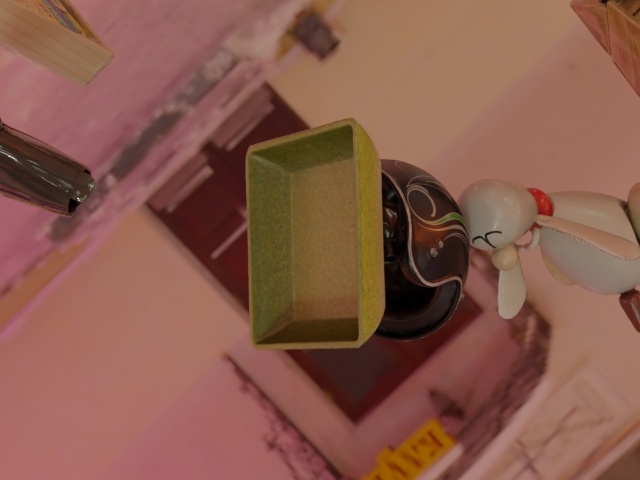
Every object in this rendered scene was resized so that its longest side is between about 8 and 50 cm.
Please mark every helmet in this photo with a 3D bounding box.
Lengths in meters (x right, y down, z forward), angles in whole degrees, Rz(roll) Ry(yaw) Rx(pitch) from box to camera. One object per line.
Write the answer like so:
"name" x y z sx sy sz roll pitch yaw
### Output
"helmet" 0.066 0.008 1.325 0.169 0.169 0.161 -44 151 14

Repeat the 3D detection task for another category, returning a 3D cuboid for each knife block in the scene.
"knife block" 0.405 -0.245 1.577 0.088 0.276 0.242 -44 -158 -4

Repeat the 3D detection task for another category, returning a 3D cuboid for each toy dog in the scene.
"toy dog" 0.268 0.024 1.476 0.333 0.161 0.220 -6 162 -29

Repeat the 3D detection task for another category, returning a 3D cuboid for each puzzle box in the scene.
"puzzle box" -0.397 -0.343 1.400 0.052 0.409 0.272 -42 166 9

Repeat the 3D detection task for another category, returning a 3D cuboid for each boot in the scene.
"boot" -0.241 -0.052 1.069 0.077 0.137 0.198 -64 -174 -4

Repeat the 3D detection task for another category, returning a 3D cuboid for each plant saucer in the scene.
"plant saucer" 0.000 0.000 1.198 0.045 0.188 0.188 1 175 -32
